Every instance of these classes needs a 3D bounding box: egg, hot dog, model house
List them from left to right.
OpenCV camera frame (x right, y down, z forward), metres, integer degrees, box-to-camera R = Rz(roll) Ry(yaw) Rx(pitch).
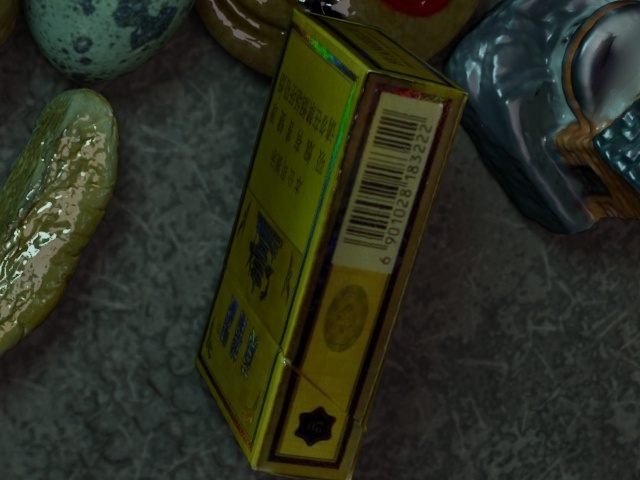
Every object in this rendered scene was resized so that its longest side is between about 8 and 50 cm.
[{"bbox_3d":[-0.214,0.002,1.297,0.073,0.084,0.242,30,87,-20],"label":"hot dog"},{"bbox_3d":[-0.154,-0.192,1.262,0.132,0.132,0.172,10,123,-21],"label":"egg"},{"bbox_3d":[0.275,-0.135,1.332,0.271,0.301,0.190,-37,108,-9],"label":"model house"}]

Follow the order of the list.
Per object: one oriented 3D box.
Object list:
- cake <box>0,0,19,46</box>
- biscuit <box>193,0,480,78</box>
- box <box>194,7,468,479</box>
[{"bbox_3d":[-0.311,-0.179,1.197,0.207,0.185,0.178,6,133,-32],"label":"cake"},{"bbox_3d":[0.031,-0.304,1.350,0.314,0.063,0.368,-7,100,-17],"label":"biscuit"},{"bbox_3d":[0.000,0.000,1.286,0.084,0.193,0.302,11,106,-20],"label":"box"}]
